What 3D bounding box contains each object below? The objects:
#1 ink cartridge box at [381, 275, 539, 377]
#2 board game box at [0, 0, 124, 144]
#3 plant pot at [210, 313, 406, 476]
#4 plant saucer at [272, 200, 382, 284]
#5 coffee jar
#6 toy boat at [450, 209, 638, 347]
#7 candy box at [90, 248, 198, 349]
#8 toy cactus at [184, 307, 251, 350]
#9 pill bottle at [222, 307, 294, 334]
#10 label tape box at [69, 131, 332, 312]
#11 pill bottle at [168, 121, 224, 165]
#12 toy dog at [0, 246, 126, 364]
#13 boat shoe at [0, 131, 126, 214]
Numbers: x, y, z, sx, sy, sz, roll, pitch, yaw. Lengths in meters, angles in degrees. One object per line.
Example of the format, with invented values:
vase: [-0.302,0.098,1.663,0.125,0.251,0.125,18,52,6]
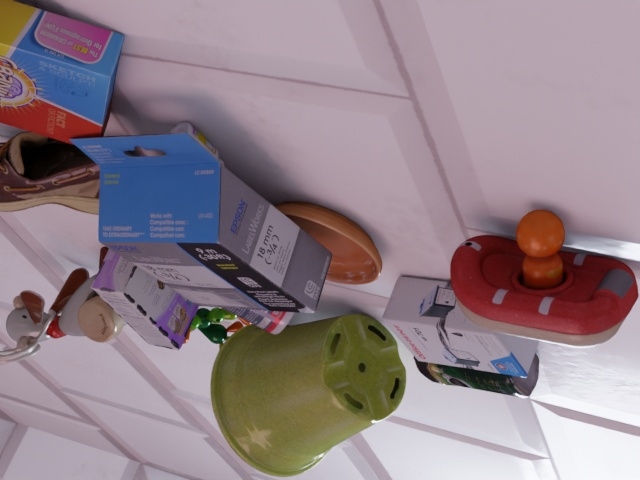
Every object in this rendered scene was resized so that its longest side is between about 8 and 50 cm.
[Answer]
ink cartridge box: [0.208,0.126,1.845,0.190,0.082,0.139,4,150,36]
board game box: [-0.423,-0.233,1.619,0.316,0.064,0.242,16,158,-8]
plant pot: [-0.002,0.241,2.108,0.276,0.276,0.254,35,144,-25]
plant saucer: [0.000,0.000,1.824,0.200,0.037,0.200,20,158,8]
coffee jar: [0.241,0.191,1.954,0.184,0.079,0.096,5,158,36]
toy boat: [0.271,0.031,1.545,0.231,0.151,0.151,9,123,30]
candy box: [-0.269,0.059,2.042,0.070,0.165,0.196,7,152,30]
toy cactus: [-0.227,0.154,2.296,0.219,0.112,0.180,27,161,-30]
pill bottle: [-0.124,0.065,1.990,0.180,0.108,0.108,28,157,-11]
label tape box: [-0.178,-0.016,1.735,0.240,0.106,0.333,1,153,40]
pill bottle: [-0.169,-0.122,1.709,0.043,0.043,0.083,1,148,43]
toy dog: [-0.462,0.104,2.321,0.333,0.161,0.220,-13,-171,11]
boat shoe: [-0.431,-0.119,1.886,0.342,0.123,0.123,8,145,24]
